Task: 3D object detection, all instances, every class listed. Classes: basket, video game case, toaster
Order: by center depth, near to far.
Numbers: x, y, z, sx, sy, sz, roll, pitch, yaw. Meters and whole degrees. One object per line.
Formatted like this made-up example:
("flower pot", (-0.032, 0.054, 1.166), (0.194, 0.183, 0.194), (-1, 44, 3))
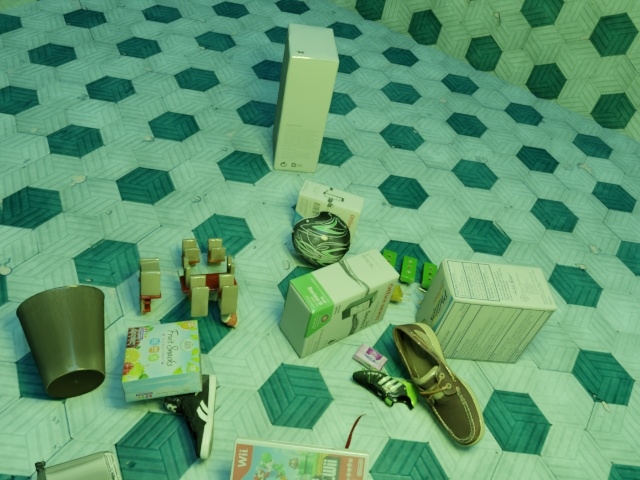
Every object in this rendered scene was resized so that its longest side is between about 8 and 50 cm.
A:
("toaster", (-0.469, 0.523, 1.126), (0.147, 0.129, 0.227), (-12, 48, -29))
("video game case", (-0.049, 0.530, 1.184), (0.285, 0.025, 0.204), (7, 87, 0))
("basket", (-0.603, 0.245, 1.351), (0.204, 0.154, 0.226), (-12, 54, -22))

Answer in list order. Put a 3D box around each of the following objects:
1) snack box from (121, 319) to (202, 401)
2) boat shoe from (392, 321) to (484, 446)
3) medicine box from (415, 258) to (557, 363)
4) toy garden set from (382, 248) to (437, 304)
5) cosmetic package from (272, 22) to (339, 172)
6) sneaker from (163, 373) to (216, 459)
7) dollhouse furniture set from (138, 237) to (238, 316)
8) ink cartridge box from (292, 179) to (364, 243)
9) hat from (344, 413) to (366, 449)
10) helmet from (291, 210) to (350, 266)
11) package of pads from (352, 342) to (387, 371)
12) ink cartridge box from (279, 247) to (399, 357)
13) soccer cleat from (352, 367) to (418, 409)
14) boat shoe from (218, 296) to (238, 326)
("snack box", (-0.378, 0.285, 1.365), (0.175, 0.070, 0.207), (-5, 29, -11))
("boat shoe", (0.283, 0.357, 1.425), (0.123, 0.123, 0.342), (14, 44, -48))
("medicine box", (0.444, 0.198, 1.559), (0.289, 0.263, 0.149), (7, 45, -8))
("toy garden set", (0.293, 0.138, 1.727), (0.244, 0.049, 0.203), (18, 37, 2))
("cosmetic package", (-0.063, -0.483, 1.967), (0.162, 0.453, 0.230), (4, 47, -10))
("sneaker", (-0.308, 0.409, 1.315), (0.121, 0.079, 0.217), (2, 38, -7))
("dollhouse furniture set", (-0.358, 0.116, 1.540), (0.259, 0.135, 0.262), (-2, 29, -19))
("ink cartridge box", (0.025, -0.089, 1.821), (0.203, 0.148, 0.086), (18, 42, 3))
("hat", (0.006, 0.507, 1.210), (0.173, 0.183, 0.208), (4, 46, -9))
("helmet", (0.000, 0.000, 1.720), (0.169, 0.169, 0.161), (32, 33, 17))
("package of pads", (0.135, 0.319, 1.531), (0.083, 0.032, 0.050), (31, 49, 17))
("ink cartridge box", (0.051, 0.166, 1.533), (0.289, 0.211, 0.121), (-20, 53, -29))
("soccer cleat", (0.167, 0.382, 1.460), (0.179, 0.060, 0.072), (17, 46, 0))
("boat shoe", (-0.251, 0.183, 1.565), (0.043, 0.049, 0.137), (36, 21, -34))
